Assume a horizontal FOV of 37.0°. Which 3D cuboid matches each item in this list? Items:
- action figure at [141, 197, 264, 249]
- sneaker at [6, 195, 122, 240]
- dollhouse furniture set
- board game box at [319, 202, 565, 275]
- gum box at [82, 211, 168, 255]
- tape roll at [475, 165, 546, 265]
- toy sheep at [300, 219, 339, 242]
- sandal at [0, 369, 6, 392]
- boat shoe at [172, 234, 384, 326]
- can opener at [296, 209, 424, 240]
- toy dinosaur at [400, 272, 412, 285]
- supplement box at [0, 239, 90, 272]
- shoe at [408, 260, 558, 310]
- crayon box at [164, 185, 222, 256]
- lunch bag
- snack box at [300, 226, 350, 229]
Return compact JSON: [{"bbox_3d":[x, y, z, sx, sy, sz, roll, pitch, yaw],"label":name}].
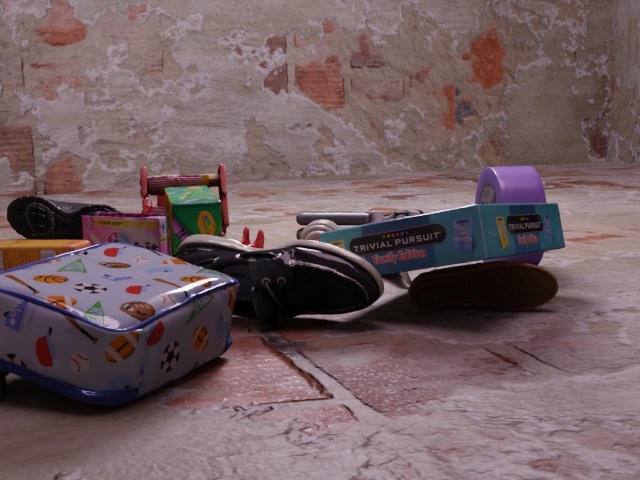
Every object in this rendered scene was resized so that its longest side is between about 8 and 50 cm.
[{"bbox_3d":[-0.256,-0.027,1.943,0.281,0.139,0.091,-10,11,-35],"label":"action figure"},{"bbox_3d":[-0.600,-0.046,2.279,0.287,0.109,0.130,8,3,2],"label":"sneaker"},{"bbox_3d":[-0.331,-0.074,2.354,0.202,0.152,0.374,-3,-9,-8],"label":"dollhouse furniture set"},{"bbox_3d":[0.196,-0.001,1.466,0.254,0.079,0.336,-10,-4,31],"label":"board game box"},{"bbox_3d":[-0.368,0.004,1.825,0.189,0.107,0.062,2,9,25],"label":"gum box"},{"bbox_3d":[0.344,-0.041,1.740,0.080,0.188,0.189,-2,9,-6],"label":"tape roll"},{"bbox_3d":[0.000,0.000,1.873,0.091,0.091,0.132,0,27,11],"label":"toy sheep"},{"bbox_3d":[-0.393,0.142,1.101,0.072,0.049,0.180,-3,9,-7],"label":"sandal"},{"bbox_3d":[-0.081,0.068,1.361,0.340,0.127,0.113,11,42,24],"label":"boat shoe"},{"bbox_3d":[0.088,-0.028,2.075,0.281,0.074,0.093,0,5,3],"label":"can opener"},{"bbox_3d":[0.103,0.035,1.714,0.118,0.064,0.268,5,12,-2],"label":"toy dinosaur"},{"bbox_3d":[-0.536,0.040,1.718,0.234,0.080,0.078,2,8,9],"label":"supplement box"},{"bbox_3d":[0.242,0.064,1.432,0.219,0.076,0.058,-2,13,12],"label":"shoe"},{"bbox_3d":[-0.216,0.001,1.621,0.081,0.165,0.278,-3,8,-11],"label":"crayon box"},{"bbox_3d":[-0.252,0.085,1.135,0.243,0.114,0.303,14,13,22],"label":"lunch bag"},{"bbox_3d":[0.041,-0.017,2.182,0.178,0.022,0.064,6,12,40],"label":"snack box"}]
